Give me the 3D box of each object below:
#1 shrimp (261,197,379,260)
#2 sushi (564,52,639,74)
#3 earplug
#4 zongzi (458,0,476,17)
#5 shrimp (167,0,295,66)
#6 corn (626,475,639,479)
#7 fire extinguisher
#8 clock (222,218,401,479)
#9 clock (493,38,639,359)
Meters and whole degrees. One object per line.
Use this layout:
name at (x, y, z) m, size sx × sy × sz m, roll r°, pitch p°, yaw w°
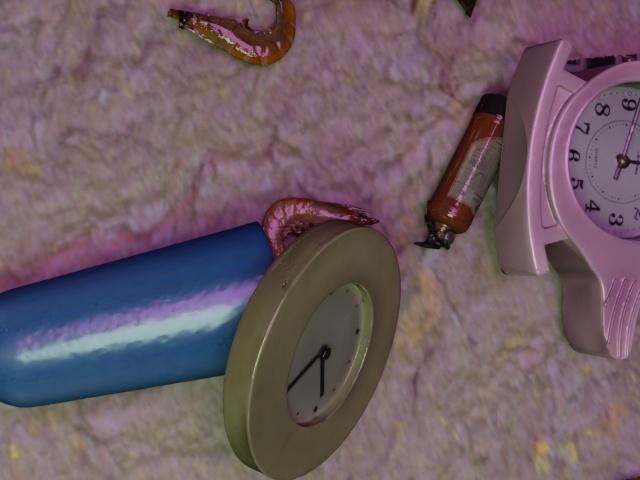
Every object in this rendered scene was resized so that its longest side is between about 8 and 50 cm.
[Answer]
shrimp at (0.000, 0.000, 1.032) m, size 0.114 × 0.023 × 0.083 m, roll 1°, pitch 83°, yaw -5°
sushi at (0.299, -0.121, 1.102) m, size 0.201 × 0.031 × 0.139 m, roll -7°, pitch 89°, yaw -14°
earplug at (-0.172, 0.075, 0.938) m, size 0.273 × 0.132 × 0.132 m, roll -12°, pitch 83°, yaw -9°
zongzi at (0.153, -0.270, 1.098) m, size 0.083 × 0.067 × 0.073 m, roll -25°, pitch 98°, yaw 5°
shrimp at (-0.086, -0.222, 1.050) m, size 0.127 × 0.025 × 0.091 m, roll 12°, pitch 79°, yaw -13°
corn at (0.331, 0.369, 1.002) m, size 0.086 × 0.086 × 0.288 m, roll -13°, pitch 82°, yaw -12°
fire extinguisher at (0.143, -0.061, 1.052) m, size 0.050 × 0.062 × 0.177 m, roll 18°, pitch 73°, yaw 36°
clock at (-0.002, 0.095, 0.925) m, size 0.029 × 0.235 × 0.235 m, roll 20°, pitch 75°, yaw 30°
clock at (0.306, -0.027, 1.041) m, size 0.275 × 0.080 × 0.290 m, roll 9°, pitch 90°, yaw -16°
